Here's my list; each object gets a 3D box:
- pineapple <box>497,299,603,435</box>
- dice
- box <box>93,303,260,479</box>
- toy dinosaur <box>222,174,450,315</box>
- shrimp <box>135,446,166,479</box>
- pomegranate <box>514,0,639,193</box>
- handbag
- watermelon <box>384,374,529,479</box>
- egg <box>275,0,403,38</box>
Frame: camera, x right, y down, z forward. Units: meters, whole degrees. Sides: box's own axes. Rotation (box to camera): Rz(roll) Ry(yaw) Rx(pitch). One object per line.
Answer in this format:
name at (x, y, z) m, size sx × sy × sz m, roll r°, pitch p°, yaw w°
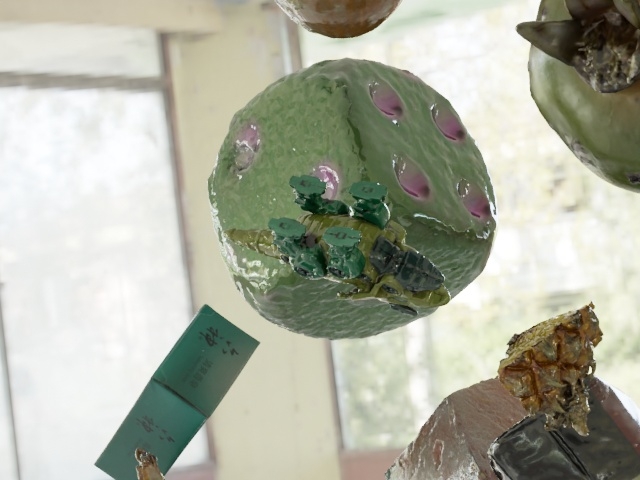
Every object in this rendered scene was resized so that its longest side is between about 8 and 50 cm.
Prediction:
pineapple at (0.191, 0.115, 1.229) m, size 0.114 × 0.114 × 0.077 m, roll -33°, pitch 22°, yaw -33°
dice at (0.046, -0.060, 2.193) m, size 0.322 × 0.330 × 0.318 m, roll 15°, pitch -40°, yaw -44°
box at (-0.189, 0.215, 1.938) m, size 0.153 × 0.092 × 0.245 m, roll -56°, pitch 1°, yaw -43°
toy dinosaur at (0.000, 0.000, 1.452) m, size 0.259 × 0.094 × 0.153 m, roll 15°, pitch -29°, yaw 27°
shrimp at (-0.148, 0.236, 1.275) m, size 0.025 × 0.127 × 0.091 m, roll 9°, pitch -55°, yaw -27°
pomegranate at (0.311, -0.148, 1.318) m, size 0.291 × 0.291 × 0.323 m, roll -9°, pitch 20°, yaw 36°
handbag at (0.287, 0.252, 1.549) m, size 0.181 × 0.181 × 0.254 m, roll -36°, pitch -15°, yaw 0°
watermelon at (0.208, 0.260, 1.837) m, size 0.260 × 0.176 × 0.256 m, roll -10°, pitch 11°, yaw -43°
egg at (0.027, -0.359, 1.829) m, size 0.203 × 0.203 × 0.245 m, roll -7°, pitch -47°, yaw -3°
